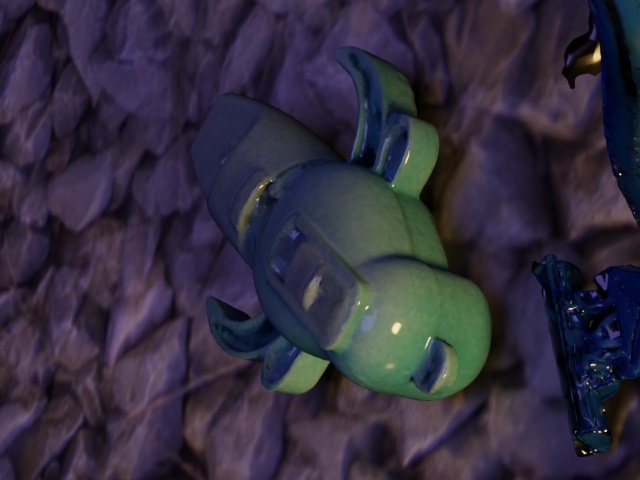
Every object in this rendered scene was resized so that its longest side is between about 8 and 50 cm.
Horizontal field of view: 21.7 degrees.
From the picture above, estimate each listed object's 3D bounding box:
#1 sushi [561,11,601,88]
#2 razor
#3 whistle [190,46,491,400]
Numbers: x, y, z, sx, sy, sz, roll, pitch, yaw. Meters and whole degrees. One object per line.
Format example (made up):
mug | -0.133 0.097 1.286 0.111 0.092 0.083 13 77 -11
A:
sushi | 0.203 -0.133 0.611 0.204 0.213 0.200 3 105 64
razor | 0.118 -0.017 0.637 0.056 0.324 0.093 -10 63 1
whistle | 0.000 0.000 0.883 0.186 0.093 0.274 -62 38 17
